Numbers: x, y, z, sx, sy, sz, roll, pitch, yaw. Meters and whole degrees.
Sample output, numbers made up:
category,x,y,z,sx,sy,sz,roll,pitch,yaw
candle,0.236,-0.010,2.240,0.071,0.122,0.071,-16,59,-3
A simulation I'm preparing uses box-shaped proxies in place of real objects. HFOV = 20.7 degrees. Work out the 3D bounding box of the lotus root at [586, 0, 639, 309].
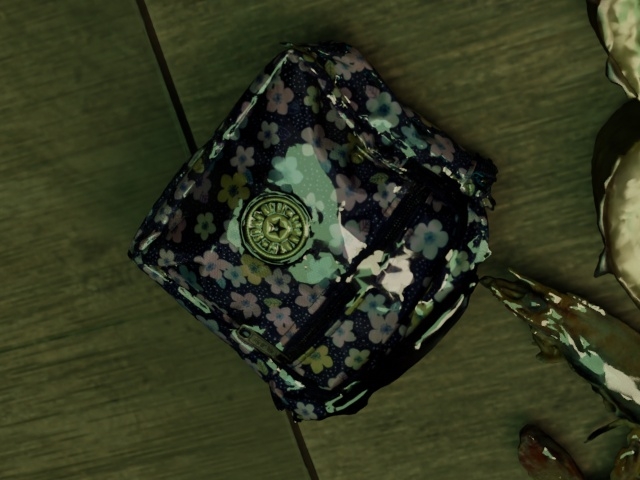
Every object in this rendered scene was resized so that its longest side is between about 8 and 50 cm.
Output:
category,x,y,z,sx,sy,sz,roll,pitch,yaw
lotus root,0.338,-0.089,1.068,0.375,0.111,0.390,11,107,10

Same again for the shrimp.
category,x,y,z,sx,sy,sz,roll,pitch,yaw
shrimp,0.188,0.118,1.196,0.251,0.052,0.143,43,111,-6

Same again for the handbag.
category,x,y,z,sx,sy,sz,roll,pitch,yaw
handbag,0.000,0.000,1.177,0.208,0.127,0.229,41,105,1
